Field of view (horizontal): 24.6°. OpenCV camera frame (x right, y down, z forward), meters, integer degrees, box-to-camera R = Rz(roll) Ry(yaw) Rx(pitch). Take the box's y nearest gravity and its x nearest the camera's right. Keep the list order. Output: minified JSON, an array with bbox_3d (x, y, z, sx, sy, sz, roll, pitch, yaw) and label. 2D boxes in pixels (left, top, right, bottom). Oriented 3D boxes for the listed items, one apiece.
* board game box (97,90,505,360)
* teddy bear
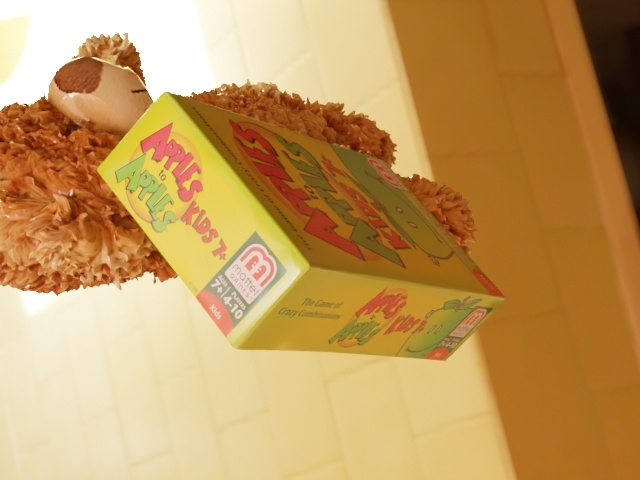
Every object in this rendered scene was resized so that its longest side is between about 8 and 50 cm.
[{"bbox_3d":[0.000,0.000,0.599,0.043,0.092,0.181,-47,156,16],"label":"board game box"},{"bbox_3d":[-0.051,-0.043,0.845,0.338,0.245,0.113,12,124,-30],"label":"teddy bear"}]
